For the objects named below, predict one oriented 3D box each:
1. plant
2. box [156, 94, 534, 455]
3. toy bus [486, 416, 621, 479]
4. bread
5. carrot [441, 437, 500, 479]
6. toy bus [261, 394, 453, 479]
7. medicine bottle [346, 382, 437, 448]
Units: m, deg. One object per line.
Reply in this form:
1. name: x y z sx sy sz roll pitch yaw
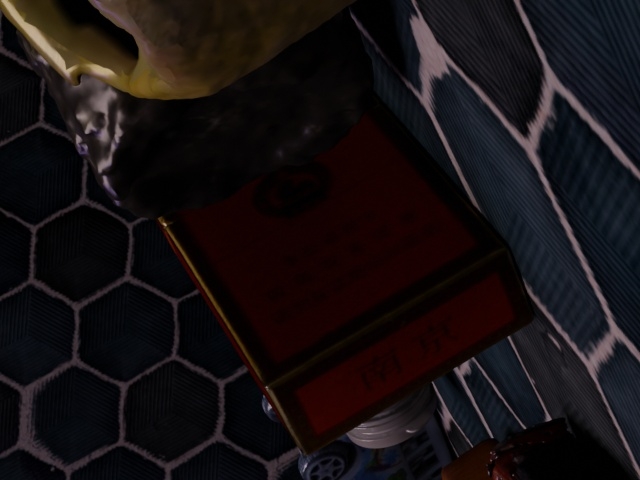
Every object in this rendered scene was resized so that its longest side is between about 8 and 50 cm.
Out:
1. plant: -0.080 -0.139 1.028 0.234 0.178 0.204 69 -170 24
2. box: 0.000 -0.001 1.112 0.074 0.153 0.240 59 176 -40
3. toy bus: 0.162 0.179 1.041 0.235 0.073 0.096 -133 23 -65
4. bread: -0.061 -0.161 0.770 0.197 0.170 0.197 46 166 15
5. carrot: 0.166 0.279 1.334 0.307 0.100 0.258 59 173 34
6. toy bus: 0.047 0.200 1.773 0.109 0.136 0.330 57 174 42
7. medicine bottle: 0.022 0.067 1.481 0.191 0.107 0.107 64 173 -31
